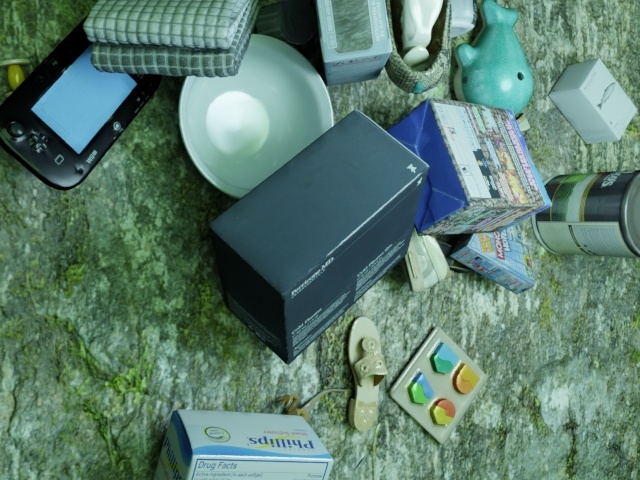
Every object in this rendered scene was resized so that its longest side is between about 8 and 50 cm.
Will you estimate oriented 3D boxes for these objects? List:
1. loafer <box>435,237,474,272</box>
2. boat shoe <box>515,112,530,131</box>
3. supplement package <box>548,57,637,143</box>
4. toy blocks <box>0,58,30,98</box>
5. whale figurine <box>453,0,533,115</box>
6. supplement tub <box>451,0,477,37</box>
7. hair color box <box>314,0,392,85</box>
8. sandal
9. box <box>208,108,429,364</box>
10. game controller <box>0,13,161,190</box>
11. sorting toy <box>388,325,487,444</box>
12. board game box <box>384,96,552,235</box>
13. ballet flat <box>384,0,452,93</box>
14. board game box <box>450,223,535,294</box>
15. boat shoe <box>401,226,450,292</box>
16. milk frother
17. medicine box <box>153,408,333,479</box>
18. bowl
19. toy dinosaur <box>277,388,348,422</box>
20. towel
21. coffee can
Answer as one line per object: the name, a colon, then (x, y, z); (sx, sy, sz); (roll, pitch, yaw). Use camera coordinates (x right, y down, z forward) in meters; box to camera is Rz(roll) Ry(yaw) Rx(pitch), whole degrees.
loafer: (0.277, 0.031, 1.616); (0.170, 0.061, 0.062); (15, 86, -27)
boat shoe: (0.430, -0.262, 1.700); (0.135, 0.050, 0.045); (-24, 100, -36)
supplement package: (0.663, -0.336, 1.788); (0.179, 0.105, 0.105); (42, 73, -22)
toy blocks: (-0.516, -0.211, 1.185); (0.123, 0.054, 0.148); (-14, 99, -28)
whale figurine: (0.399, -0.399, 1.623); (0.216, 0.141, 0.272); (11, 86, -28)
supplement tub: (0.198, -0.581, 1.472); (0.207, 0.207, 0.338); (-9, 95, -28)
hair color box: (0.049, -0.391, 1.302); (0.113, 0.374, 0.185); (-8, 96, 1)
sandal: (0.111, 0.280, 1.519); (0.088, 0.079, 0.240); (3, 91, -36)
box: (0.000, 0.000, 1.306); (0.179, 0.312, 0.343); (42, 67, 19)
game controller: (-0.390, -0.234, 1.207); (0.166, 0.067, 0.319); (42, 57, -21)
sorting toy: (0.270, 0.324, 1.635); (0.208, 0.038, 0.193); (47, 71, -22)
board game box: (0.299, -0.144, 1.495); (0.291, 0.141, 0.232); (-2, 68, -43)
ballet flat: (0.177, -0.506, 1.286); (0.164, 0.182, 0.483); (-1, 95, 2)
board game box: (0.372, 0.003, 1.623); (0.194, 0.060, 0.194); (16, 57, -29)
boat shoe: (0.164, -0.037, 1.528); (0.098, 0.109, 0.302); (-27, 95, -1)
milk frother: (-0.055, -0.417, 1.378); (0.129, 0.134, 0.143); (29, 78, -37)
medicine box: (-0.157, 0.466, 1.305); (0.263, 0.149, 0.289); (11, 104, -28)
bowl: (-0.136, -0.215, 1.345); (0.297, 0.134, 0.298); (-1, 92, -29)
toy dinosaur: (-0.039, 0.347, 1.469); (0.211, 0.064, 0.112); (-51, 145, -22)
towel: (-0.224, -0.370, 1.197); (0.284, 0.235, 0.121); (-79, 169, -46)
coffee can: (0.659, -0.060, 1.698); (0.201, 0.275, 0.202); (-1, 92, -29)
